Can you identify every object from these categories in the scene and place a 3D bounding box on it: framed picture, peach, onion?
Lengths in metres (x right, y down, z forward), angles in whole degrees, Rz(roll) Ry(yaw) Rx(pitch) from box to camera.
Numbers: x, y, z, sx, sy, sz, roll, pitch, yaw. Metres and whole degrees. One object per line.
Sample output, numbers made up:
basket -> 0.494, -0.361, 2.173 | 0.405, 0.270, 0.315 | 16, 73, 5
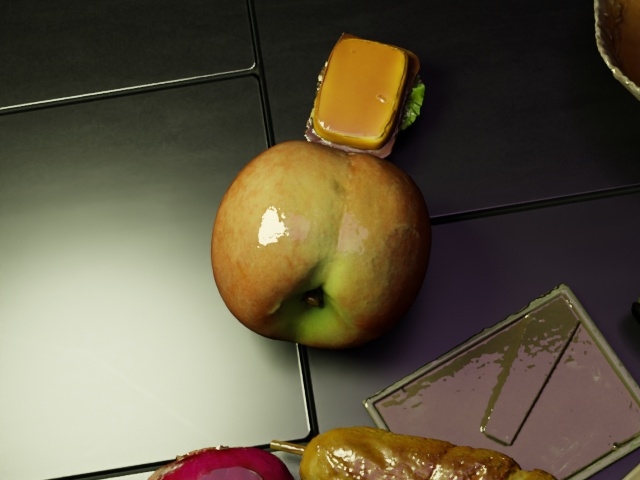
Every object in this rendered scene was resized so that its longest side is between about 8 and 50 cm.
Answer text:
framed picture -> 0.225, 0.205, 1.336 | 0.289, 0.016, 0.213 | -30, 70, -8
peach -> 0.000, 0.000, 1.315 | 0.252, 0.252, 0.253 | -1, 69, 3
onion -> -0.109, 0.335, 1.251 | 0.195, 0.140, 0.218 | -10, 73, -8

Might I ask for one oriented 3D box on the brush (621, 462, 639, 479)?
brush -> 0.295, 0.347, 1.268 | 0.321, 0.050, 0.060 | -37, 69, -18

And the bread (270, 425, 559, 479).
bread -> 0.104, 0.271, 1.264 | 0.344, 0.084, 0.124 | 13, 69, 13

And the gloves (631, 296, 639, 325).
gloves -> 0.483, 0.025, 1.349 | 0.268, 0.107, 0.135 | -42, 104, -14

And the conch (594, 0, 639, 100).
conch -> 0.489, -0.238, 1.400 | 0.297, 0.210, 0.352 | -33, 51, -9

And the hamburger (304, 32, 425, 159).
hamburger -> 0.058, -0.172, 1.448 | 0.137, 0.087, 0.166 | 17, 73, 8
